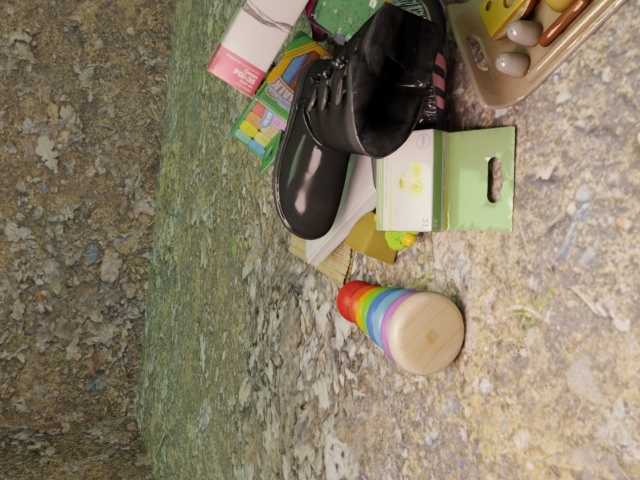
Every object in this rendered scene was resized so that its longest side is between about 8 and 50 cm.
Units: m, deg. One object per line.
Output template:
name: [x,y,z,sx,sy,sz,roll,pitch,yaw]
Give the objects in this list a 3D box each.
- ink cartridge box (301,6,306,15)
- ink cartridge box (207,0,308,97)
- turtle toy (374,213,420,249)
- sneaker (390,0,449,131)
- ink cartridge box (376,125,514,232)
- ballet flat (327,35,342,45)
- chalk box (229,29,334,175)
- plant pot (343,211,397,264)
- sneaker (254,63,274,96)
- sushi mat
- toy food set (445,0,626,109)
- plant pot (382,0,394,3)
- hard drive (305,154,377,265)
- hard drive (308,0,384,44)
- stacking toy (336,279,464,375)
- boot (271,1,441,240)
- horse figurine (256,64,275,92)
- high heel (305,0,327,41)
ink cartridge box: [-0.036,-0.733,1.602,0.181,0.056,0.224,64,143,43]
ink cartridge box: [-0.134,-0.484,1.366,0.283,0.117,0.207,-56,19,15]
turtle toy: [0.155,-0.034,1.146,0.095,0.066,0.130,41,128,26]
sneaker: [0.188,-0.274,1.090,0.112,0.131,0.318,17,125,31]
ink cartridge box: [0.197,-0.098,1.007,0.235,0.056,0.171,3,93,47]
ballet flat: [0.073,-0.473,1.357,0.188,0.070,0.070,141,126,-59]
chalk box: [-0.070,-0.275,1.350,0.180,0.179,0.289,-33,24,57]
plant pot: [0.110,-0.010,1.224,0.081,0.082,0.083,31,100,60]
sneaker: [-0.177,-0.436,1.817,0.121,0.079,0.216,-51,46,47]
sushi mat: [0.000,0.000,1.502,0.316,0.019,0.151,28,112,61]
toy food set: [0.300,-0.367,0.866,0.306,0.093,0.219,-48,47,50]
plant pot: [0.138,-0.468,1.066,0.095,0.134,0.134,126,139,-65]
hard drive: [0.048,-0.103,1.349,0.307,0.040,0.203,-48,36,49]
hard drive: [0.119,-0.538,1.191,0.237,0.064,0.338,44,129,30]
stacking toy: [0.119,0.142,1.147,0.330,0.141,0.141,-168,82,-67]
boot: [0.042,-0.161,1.039,0.445,0.146,0.366,-160,73,-71]
horse figurine: [-0.120,-0.394,1.597,0.066,0.174,0.263,-33,36,22]
high heel: [-0.003,-0.586,1.425,0.117,0.082,0.244,89,-173,-58]
